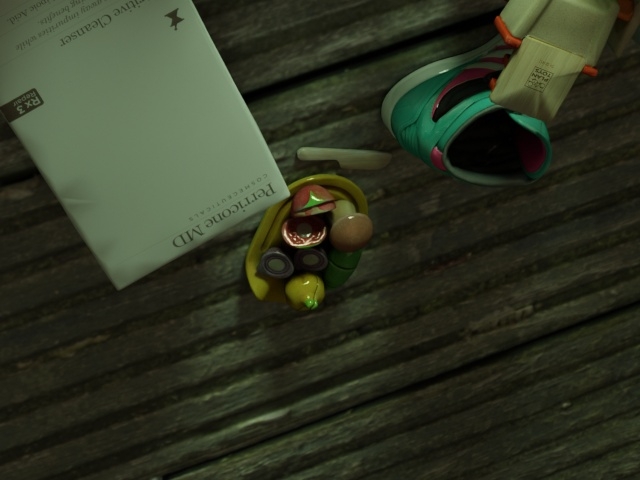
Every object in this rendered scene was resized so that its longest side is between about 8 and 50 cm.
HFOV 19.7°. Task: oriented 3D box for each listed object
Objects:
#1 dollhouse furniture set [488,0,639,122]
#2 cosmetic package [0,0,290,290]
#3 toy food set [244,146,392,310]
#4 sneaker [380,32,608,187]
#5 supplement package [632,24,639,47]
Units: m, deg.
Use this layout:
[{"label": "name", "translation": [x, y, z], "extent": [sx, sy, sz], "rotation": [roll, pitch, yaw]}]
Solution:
[{"label": "dollhouse furniture set", "translation": [0.200, -0.245, 1.839], "extent": [0.262, 0.259, 0.135], "rotation": [18, 118, -19]}, {"label": "cosmetic package", "translation": [-0.207, -0.161, 1.809], "extent": [0.217, 0.156, 0.385], "rotation": [-31, 130, -1]}, {"label": "toy food set", "translation": [0.000, 0.000, 2.074], "extent": [0.128, 0.071, 0.218], "rotation": [8, 121, -28]}, {"label": "sneaker", "translation": [0.224, -0.157, 1.975], "extent": [0.296, 0.178, 0.124], "rotation": [-30, 132, 0]}, {"label": "supplement package", "translation": [0.459, -0.292, 1.999], "extent": [0.244, 0.134, 0.139], "rotation": [-21, 131, -6]}]
